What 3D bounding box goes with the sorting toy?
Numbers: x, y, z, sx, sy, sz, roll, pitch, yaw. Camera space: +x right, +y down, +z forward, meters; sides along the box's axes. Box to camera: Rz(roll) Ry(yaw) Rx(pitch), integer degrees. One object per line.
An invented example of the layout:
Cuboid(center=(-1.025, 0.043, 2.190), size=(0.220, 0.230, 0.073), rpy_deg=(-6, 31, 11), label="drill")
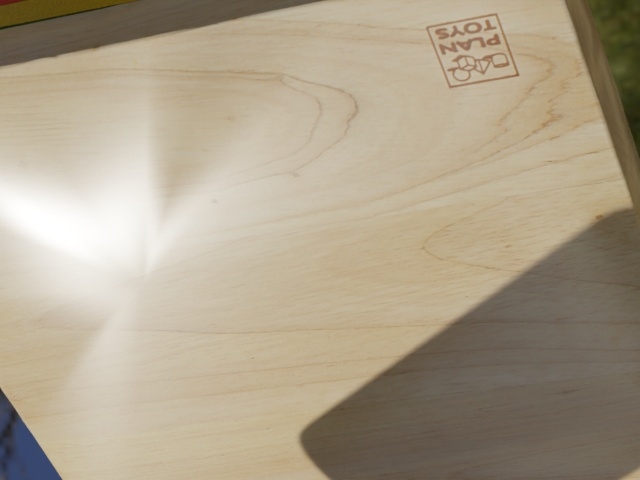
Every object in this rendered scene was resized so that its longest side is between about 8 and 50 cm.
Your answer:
Cuboid(center=(0.000, 0.000, 0.681), size=(0.089, 0.257, 0.255), rpy_deg=(-75, -32, -46), label="sorting toy")
